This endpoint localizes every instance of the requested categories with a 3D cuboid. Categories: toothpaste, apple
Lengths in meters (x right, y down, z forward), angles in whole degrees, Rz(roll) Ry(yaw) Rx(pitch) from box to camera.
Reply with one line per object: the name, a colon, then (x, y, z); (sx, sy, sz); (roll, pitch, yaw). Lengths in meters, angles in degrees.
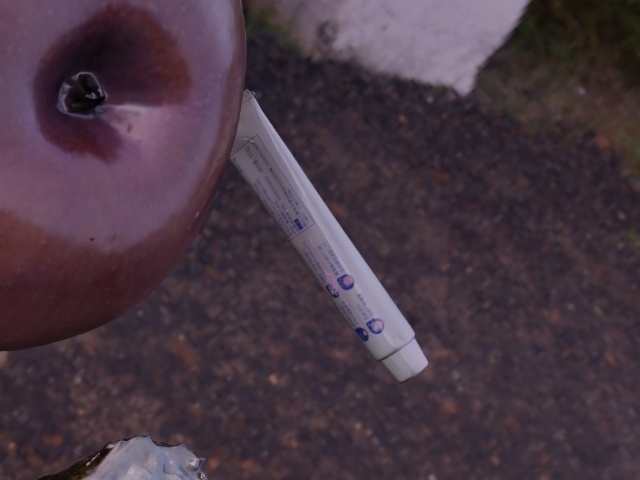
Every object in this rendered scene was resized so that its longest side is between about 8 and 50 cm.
toothpaste: (0.000, 0.000, 1.013); (0.218, 0.052, 0.033); (55, 42, -2)
apple: (-0.174, -0.092, 0.823); (0.305, 0.235, 0.306); (-6, 100, -37)

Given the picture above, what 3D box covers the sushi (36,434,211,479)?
sushi: (-0.143, 0.346, 1.416); (0.234, 0.207, 0.349); (-28, 87, -42)
